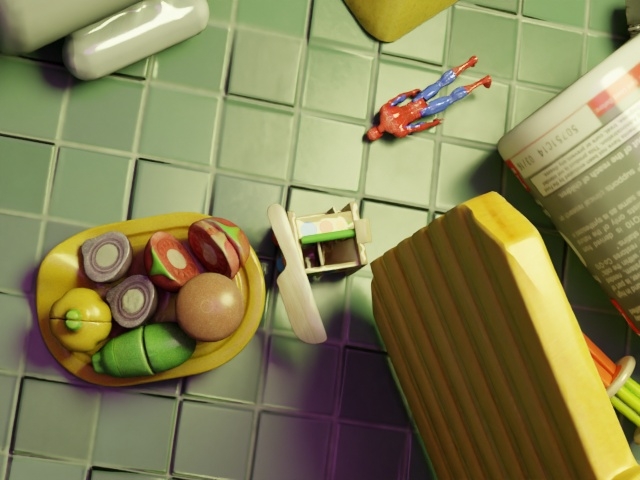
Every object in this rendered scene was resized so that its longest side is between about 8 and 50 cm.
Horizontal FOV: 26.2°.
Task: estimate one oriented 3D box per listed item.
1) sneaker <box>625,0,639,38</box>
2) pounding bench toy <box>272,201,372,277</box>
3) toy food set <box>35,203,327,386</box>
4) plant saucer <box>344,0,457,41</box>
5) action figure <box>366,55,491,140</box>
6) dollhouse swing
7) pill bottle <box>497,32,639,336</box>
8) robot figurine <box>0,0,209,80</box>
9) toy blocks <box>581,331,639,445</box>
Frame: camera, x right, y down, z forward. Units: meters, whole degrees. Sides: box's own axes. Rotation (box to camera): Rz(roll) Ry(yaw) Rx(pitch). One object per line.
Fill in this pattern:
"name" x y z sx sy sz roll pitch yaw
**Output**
"sneaker" 0.351 -0.135 1.191 0.083 0.118 0.222 -6 77 -58
"pounding bench toy" 0.000 0.000 1.092 0.065 0.083 0.052 -8 81 -15
"toy food set" -0.113 0.038 1.037 0.218 0.071 0.128 -11 84 1
"plant saucer" 0.098 -0.394 1.198 0.333 0.081 0.333 -34 88 -18
"action figure" 0.089 -0.115 1.165 0.115 0.030 0.038 -29 81 -12
"dollhouse swing" 0.050 0.193 0.927 0.315 0.347 0.305 -36 89 -17
"pill bottle" 0.289 -0.015 1.123 0.161 0.161 0.283 -37 89 -17
"robot figurine" -0.182 -0.273 1.043 0.353 0.200 0.300 -28 123 -17
"toy blocks" 0.205 0.130 1.130 0.148 0.054 0.123 40 74 -3
